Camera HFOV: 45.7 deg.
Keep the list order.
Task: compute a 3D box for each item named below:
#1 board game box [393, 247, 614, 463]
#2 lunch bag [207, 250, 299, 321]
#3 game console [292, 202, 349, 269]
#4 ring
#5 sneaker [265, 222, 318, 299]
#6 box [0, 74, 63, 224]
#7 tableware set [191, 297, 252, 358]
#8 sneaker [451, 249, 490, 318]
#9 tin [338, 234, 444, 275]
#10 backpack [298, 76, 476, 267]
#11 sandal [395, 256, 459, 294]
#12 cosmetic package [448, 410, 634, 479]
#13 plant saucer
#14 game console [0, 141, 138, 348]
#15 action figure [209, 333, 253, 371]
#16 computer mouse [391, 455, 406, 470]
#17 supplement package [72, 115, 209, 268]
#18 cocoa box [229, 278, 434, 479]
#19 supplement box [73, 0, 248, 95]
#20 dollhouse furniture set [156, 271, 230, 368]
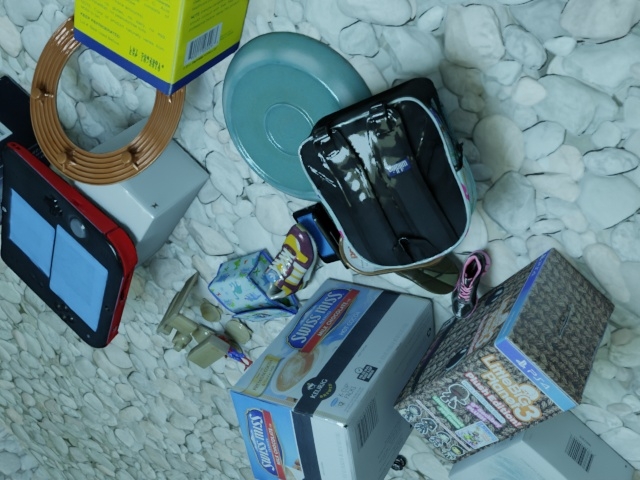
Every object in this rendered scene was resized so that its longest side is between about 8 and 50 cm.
[{"bbox_3d":[0.291,0.189,1.220,0.141,0.232,0.291,43,136,-1],"label":"board game box"},{"bbox_3d":[-0.134,0.110,1.564,0.129,0.096,0.151,-14,128,39],"label":"lunch bag"},{"bbox_3d":[0.000,0.000,1.396,0.071,0.107,0.122,-30,105,16],"label":"game console"},{"bbox_3d":[-0.389,-0.264,1.347,0.337,0.032,0.336,-1,87,21],"label":"ring"},{"bbox_3d":[-0.061,0.047,1.443,0.069,0.084,0.185,46,147,30],"label":"sneaker"},{"bbox_3d":[-0.746,-0.149,1.641,0.183,0.296,0.294,42,137,-1],"label":"box"},{"bbox_3d":[-0.230,0.215,1.761,0.141,0.020,0.168,31,134,9],"label":"tableware set"},{"bbox_3d":[0.242,0.073,1.255,0.047,0.057,0.119,18,96,20],"label":"sneaker"},{"bbox_3d":[0.123,0.000,1.262,0.190,0.040,0.106,-10,84,9],"label":"tin"},{"bbox_3d":[0.114,-0.094,1.139,0.225,0.191,0.253,-20,106,25],"label":"backpack"},{"bbox_3d":[0.143,0.014,1.312,0.219,0.060,0.090,33,91,-1],"label":"sandal"},{"bbox_3d":[0.402,0.431,1.402,0.224,0.138,0.224,41,138,1],"label":"cosmetic package"},{"bbox_3d":[-0.045,-0.195,1.294,0.318,0.044,0.317,18,131,22],"label":"plant saucer"},{"bbox_3d":[-0.528,0.028,1.543,0.342,0.060,0.386,38,138,7],"label":"game console"},{"bbox_3d":[-0.209,0.253,1.743,0.115,0.030,0.038,42,138,1],"label":"action figure"},{"bbox_3d":[0.124,0.424,1.661,0.106,0.042,0.193,13,135,33],"label":"computer mouse"},{"bbox_3d":[-0.386,-0.072,1.531,0.177,0.175,0.293,45,137,0],"label":"supplement package"},{"bbox_3d":[0.039,0.268,1.375,0.228,0.347,0.231,11,127,29],"label":"cocoa box"},{"bbox_3d":[-0.219,-0.434,1.118,0.194,0.195,0.356,32,136,10],"label":"supplement box"},{"bbox_3d":[-0.272,0.183,1.720,0.151,0.123,0.144,35,139,-17],"label":"dollhouse furniture set"}]
